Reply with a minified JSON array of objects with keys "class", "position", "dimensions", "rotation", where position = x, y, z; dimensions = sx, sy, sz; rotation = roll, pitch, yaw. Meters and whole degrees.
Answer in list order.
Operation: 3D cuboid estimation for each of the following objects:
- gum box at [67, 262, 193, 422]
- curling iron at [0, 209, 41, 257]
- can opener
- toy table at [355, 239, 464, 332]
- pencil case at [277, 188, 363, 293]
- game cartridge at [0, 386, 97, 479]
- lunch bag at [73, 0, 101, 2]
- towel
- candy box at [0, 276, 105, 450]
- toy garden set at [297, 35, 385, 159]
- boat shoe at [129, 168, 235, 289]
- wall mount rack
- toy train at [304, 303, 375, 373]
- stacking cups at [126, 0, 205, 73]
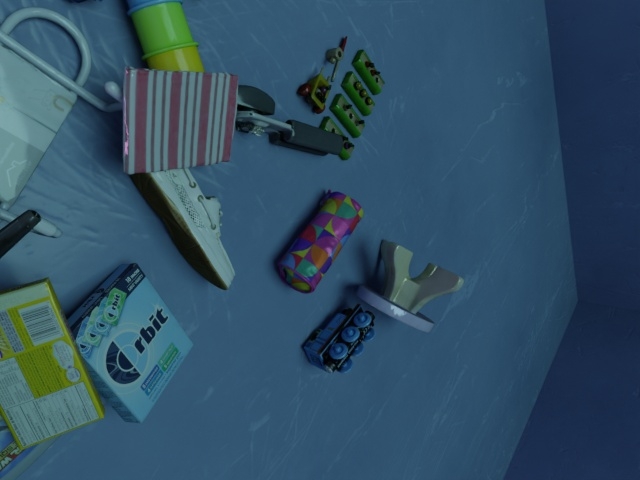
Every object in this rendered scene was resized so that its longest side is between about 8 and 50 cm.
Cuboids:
[{"class":"gum box","position":[-0.291,0.156,0.708],"dimensions":[0.185,0.041,0.157],"rotation":[67,30,-30]},{"class":"curling iron","position":[-0.422,0.060,0.507],"dimensions":[0.274,0.068,0.035],"rotation":[-38,106,-7]},{"class":"can opener","position":[-0.060,-0.228,0.913],"dimensions":[0.280,0.074,0.093],"rotation":[9,88,-47]},{"class":"toy table","position":[0.220,0.114,1.164],"dimensions":[0.274,0.252,0.161],"rotation":[25,94,-56]},{"class":"pencil case","position":[0.000,0.000,0.997],"dimensions":[0.236,0.104,0.104],"rotation":[-57,131,-28]},{"class":"game cartridge","position":[-0.442,0.226,0.585],"dimensions":[0.297,0.062,0.198],"rotation":[-45,121,-34]},{"class":"lunch bag","position":[-0.324,-0.373,0.619],"dimensions":[0.099,0.065,0.067],"rotation":[62,38,-31]},{"class":"towel","position":[-0.203,-0.177,0.679],"dimensions":[0.197,0.029,0.144],"rotation":[-21,129,-50]},{"class":"candy box","position":[-0.359,0.156,0.579],"dimensions":[0.105,0.027,0.206],"rotation":[-16,110,-15]},{"class":"toy garden set","position":[0.062,-0.342,1.047],"dimensions":[0.204,0.049,0.245],"rotation":[41,66,-42]},{"class":"boat shoe","position":[-0.204,-0.042,0.767],"dimensions":[0.096,0.098,0.277],"rotation":[-45,124,-33]},{"class":"wall mount rack","position":[-0.400,-0.163,0.518],"dimensions":[0.304,0.130,0.350],"rotation":[36,69,-43]},{"class":"toy train","position":[0.050,0.224,1.071],"dimensions":[0.184,0.105,0.080],"rotation":[-46,135,-32]},{"class":"stacking cups","position":[-0.247,-0.375,0.677],"dimensions":[0.096,0.096,0.317],"rotation":[-31,118,-40]}]
